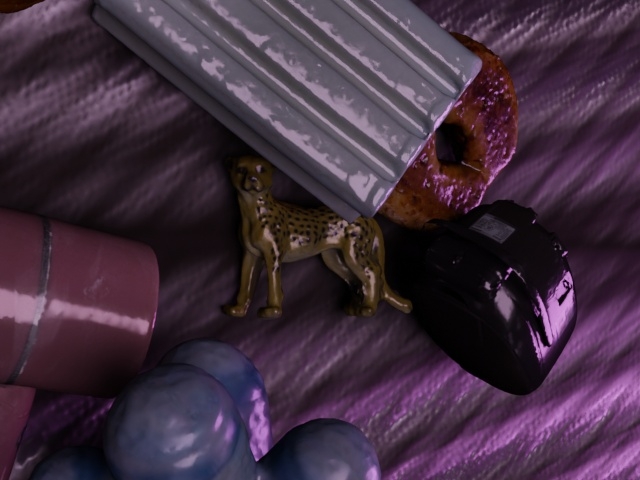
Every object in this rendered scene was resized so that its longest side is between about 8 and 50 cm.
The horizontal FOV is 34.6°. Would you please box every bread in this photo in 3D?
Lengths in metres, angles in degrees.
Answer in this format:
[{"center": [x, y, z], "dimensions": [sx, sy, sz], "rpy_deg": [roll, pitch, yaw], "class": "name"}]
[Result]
[{"center": [0.100, -0.101, 0.936], "dimensions": [0.193, 0.064, 0.193], "rpy_deg": [-9, 106, -32], "class": "bread"}]

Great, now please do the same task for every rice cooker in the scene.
[{"center": [0.158, 0.053, 0.932], "dimensions": [0.118, 0.142, 0.203], "rpy_deg": [-45, 142, -21], "class": "rice cooker"}]

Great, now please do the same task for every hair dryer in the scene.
[{"center": [-0.270, 0.145, 0.742], "dimensions": [0.210, 0.125, 0.352], "rpy_deg": [15, 96, -29], "class": "hair dryer"}]

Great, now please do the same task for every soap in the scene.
[{"center": [-0.026, -0.156, 0.802], "dimensions": [0.265, 0.087, 0.159], "rpy_deg": [38, 80, -10], "class": "soap"}]

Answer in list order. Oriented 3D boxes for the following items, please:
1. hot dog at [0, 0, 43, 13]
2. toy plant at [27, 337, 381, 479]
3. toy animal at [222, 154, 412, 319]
[{"center": [-0.204, -0.260, 0.721], "dimensions": [0.227, 0.099, 0.160], "rpy_deg": [-38, 113, -18], "class": "hot dog"}, {"center": [-0.076, 0.208, 0.717], "dimensions": [0.247, 0.247, 0.332], "rpy_deg": [-35, 140, -20], "class": "toy plant"}, {"center": [0.000, 0.000, 0.889], "dimensions": [0.182, 0.073, 0.136], "rpy_deg": [3, 89, -26], "class": "toy animal"}]
